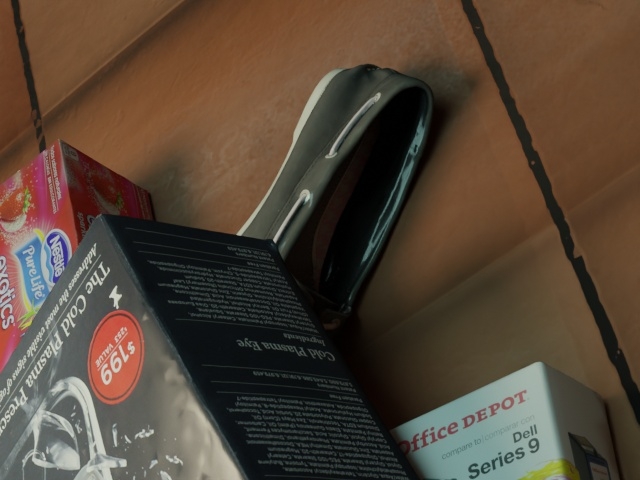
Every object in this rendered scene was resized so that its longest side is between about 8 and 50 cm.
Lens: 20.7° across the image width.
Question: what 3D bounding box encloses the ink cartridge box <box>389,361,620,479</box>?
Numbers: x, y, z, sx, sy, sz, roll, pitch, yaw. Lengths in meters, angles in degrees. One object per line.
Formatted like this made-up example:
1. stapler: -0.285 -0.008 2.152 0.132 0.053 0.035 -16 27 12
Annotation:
1. ink cartridge box: 0.137 0.217 1.255 0.154 0.093 0.212 -27 51 29

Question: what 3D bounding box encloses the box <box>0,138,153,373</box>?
1. box: -0.224 0.052 1.632 0.122 0.128 0.257 -34 49 23

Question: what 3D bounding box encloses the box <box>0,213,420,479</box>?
1. box: -0.119 0.213 1.317 0.343 0.179 0.312 -56 48 25

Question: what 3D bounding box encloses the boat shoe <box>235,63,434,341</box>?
1. boat shoe: 0.000 0.000 1.477 0.095 0.112 0.335 5 68 47
